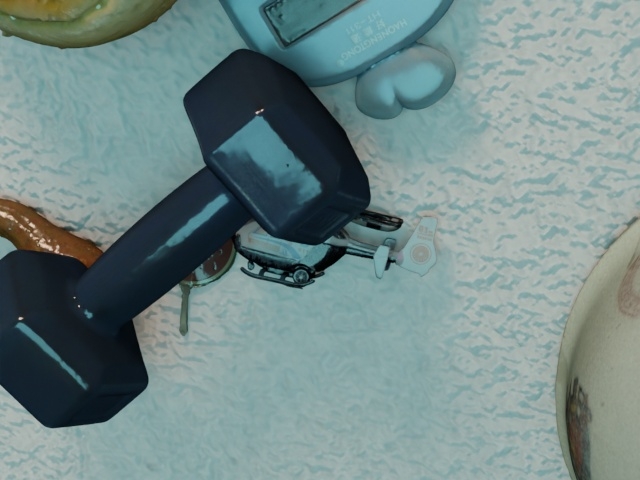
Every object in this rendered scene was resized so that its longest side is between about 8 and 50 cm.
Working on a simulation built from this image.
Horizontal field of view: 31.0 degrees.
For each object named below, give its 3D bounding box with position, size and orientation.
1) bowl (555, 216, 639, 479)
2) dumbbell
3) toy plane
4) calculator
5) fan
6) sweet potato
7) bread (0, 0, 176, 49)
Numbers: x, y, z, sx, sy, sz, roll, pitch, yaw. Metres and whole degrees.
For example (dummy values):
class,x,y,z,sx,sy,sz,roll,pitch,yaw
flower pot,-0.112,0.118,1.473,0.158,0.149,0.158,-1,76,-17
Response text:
class,x,y,z,sx,sy,sz,roll,pitch,yaw
bowl,0.346,0.161,0.818,0.435,0.196,0.434,8,106,30
dumbbell,-0.120,0.004,0.897,0.325,0.160,0.144,-40,131,15
toy plane,0.000,0.001,0.972,0.197,0.053,0.078,11,99,10
calculator,0.002,-0.233,0.908,0.188,0.042,0.302,-29,100,14
fan,-0.117,0.023,1.019,0.085,0.005,0.133,9,107,5
sweet potato,-0.265,-0.004,1.014,0.214,0.050,0.050,28,108,4
bread,-0.183,-0.296,0.842,0.306,0.159,0.305,9,111,26
